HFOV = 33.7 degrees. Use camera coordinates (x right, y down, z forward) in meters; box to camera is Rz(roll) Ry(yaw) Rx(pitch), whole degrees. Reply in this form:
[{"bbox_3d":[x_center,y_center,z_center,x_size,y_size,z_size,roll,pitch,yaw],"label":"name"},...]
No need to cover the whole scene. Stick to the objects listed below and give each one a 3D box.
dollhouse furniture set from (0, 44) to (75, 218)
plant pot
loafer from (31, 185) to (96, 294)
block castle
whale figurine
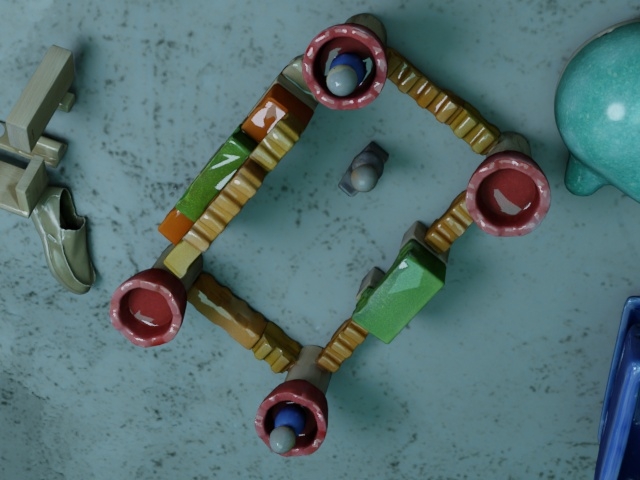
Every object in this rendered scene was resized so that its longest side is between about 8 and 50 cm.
[{"bbox_3d":[-0.366,-0.140,1.209,0.123,0.144,0.151,20,151,2],"label":"dollhouse furniture set"},{"bbox_3d":[0.425,0.196,1.166,0.235,0.212,0.236,7,114,7],"label":"plant pot"},{"bbox_3d":[-0.313,-0.002,1.305,0.050,0.056,0.148,-15,109,23],"label":"loafer"},{"bbox_3d":[0.000,0.000,1.162,0.303,0.213,0.453,38,114,-7],"label":"block castle"},{"bbox_3d":[0.356,-0.093,1.096,0.216,0.141,0.272,-25,107,19],"label":"whale figurine"}]
